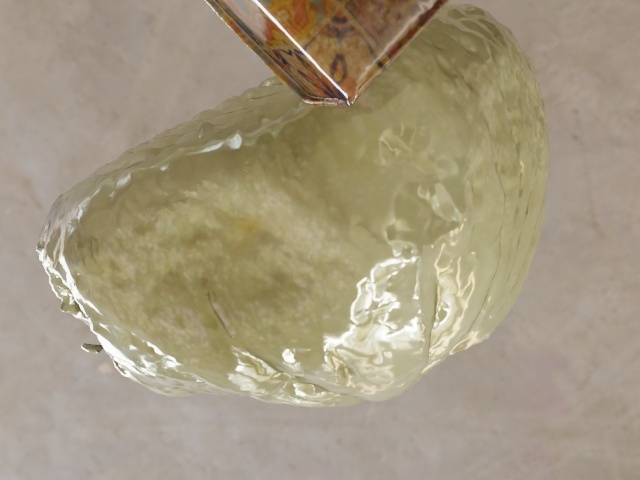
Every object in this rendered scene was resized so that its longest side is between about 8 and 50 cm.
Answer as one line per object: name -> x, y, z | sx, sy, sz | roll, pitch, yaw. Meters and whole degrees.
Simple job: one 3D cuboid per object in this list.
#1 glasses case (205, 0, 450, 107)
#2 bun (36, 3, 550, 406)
glasses case -> 0.052, -0.143, 0.449 | 0.075, 0.218, 0.049 | 46, 169, -15
bun -> 0.000, 0.000, 0.600 | 0.220, 0.220, 0.134 | -27, 90, 50
